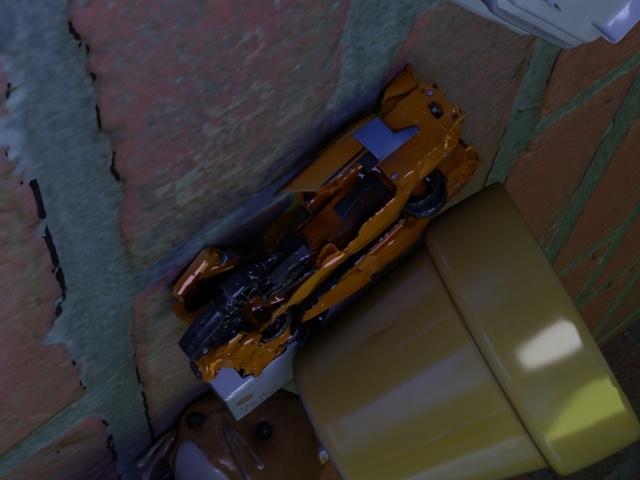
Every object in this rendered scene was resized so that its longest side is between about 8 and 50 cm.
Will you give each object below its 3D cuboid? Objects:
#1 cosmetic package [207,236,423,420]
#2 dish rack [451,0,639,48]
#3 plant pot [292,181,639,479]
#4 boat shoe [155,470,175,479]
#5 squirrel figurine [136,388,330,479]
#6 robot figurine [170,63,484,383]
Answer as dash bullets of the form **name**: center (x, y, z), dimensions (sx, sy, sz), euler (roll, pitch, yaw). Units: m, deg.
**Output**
- **cosmetic package**: center (-0.007, 0.068, 1.191), dimensions (0.239, 0.060, 0.099), euler (-38, 161, -9)
- **dish rack**: center (0.252, -0.267, 0.910), dimensions (0.333, 0.072, 0.285), euler (-48, 160, 18)
- **plant pot**: center (0.115, 0.113, 1.102), dimensions (0.239, 0.254, 0.254), euler (-29, 164, 8)
- **boat shoe**: center (-0.126, 0.269, 1.436), dimensions (0.079, 0.084, 0.233), euler (-5, -161, 42)
- **squirrel figurine**: center (-0.048, 0.347, 1.291), dimensions (0.397, 0.370, 0.281), euler (27, 151, -37)
- **robot figurine**: center (0.000, 0.000, 1.003), dimensions (0.291, 0.085, 0.211), euler (-42, 162, 1)
